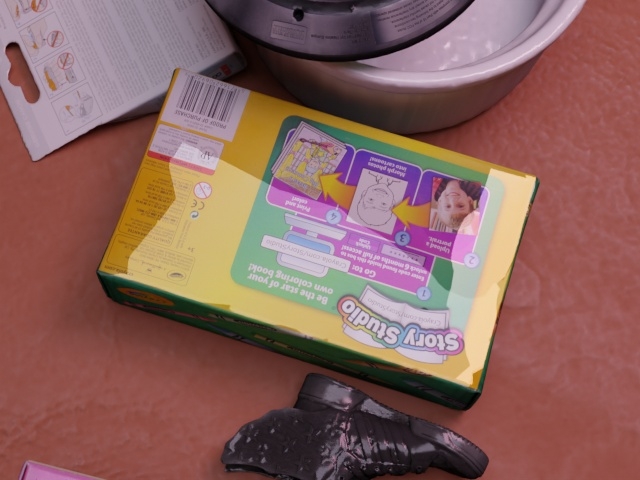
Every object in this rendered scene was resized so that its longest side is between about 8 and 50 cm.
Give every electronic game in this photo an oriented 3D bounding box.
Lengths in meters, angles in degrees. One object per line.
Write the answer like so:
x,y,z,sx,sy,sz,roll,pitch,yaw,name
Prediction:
0.015,-0.228,0.860,0.229,0.048,0.229,-2,72,5,electronic game

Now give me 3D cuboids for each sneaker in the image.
0.024,0.153,0.882,0.170,0.051,0.089,24,73,10,sneaker

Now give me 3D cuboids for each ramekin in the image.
0.063,-0.216,0.955,0.277,0.135,0.277,1,73,-3,ramekin

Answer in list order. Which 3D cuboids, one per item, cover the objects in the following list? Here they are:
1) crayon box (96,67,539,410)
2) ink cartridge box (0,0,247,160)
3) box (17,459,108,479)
0.000,0.000,0.911,0.278,0.081,0.165,18,73,3,crayon box
-0.166,-0.158,0.988,0.179,0.045,0.145,-28,75,8,ink cartridge box
-0.063,0.232,0.766,0.243,0.213,0.117,13,72,2,box
